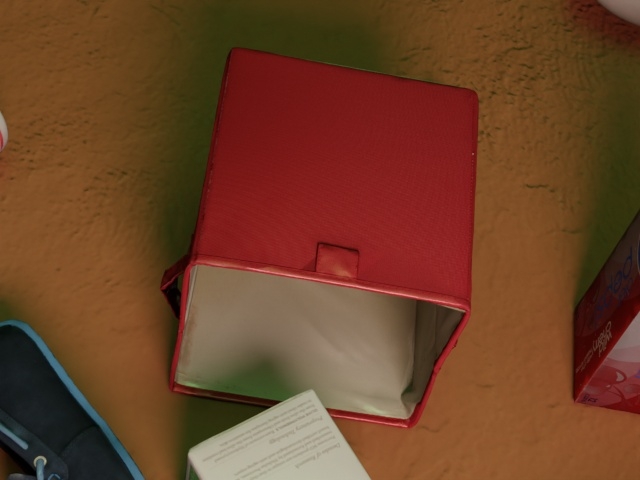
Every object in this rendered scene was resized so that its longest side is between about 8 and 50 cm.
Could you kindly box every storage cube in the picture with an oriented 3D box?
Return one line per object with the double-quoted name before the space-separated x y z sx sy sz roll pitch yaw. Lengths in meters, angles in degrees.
"storage cube" 0.000 0.000 0.989 0.215 0.183 0.193 10 55 -4

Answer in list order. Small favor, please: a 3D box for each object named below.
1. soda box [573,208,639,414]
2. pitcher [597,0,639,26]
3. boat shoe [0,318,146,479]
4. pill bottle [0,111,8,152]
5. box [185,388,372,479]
"soda box" 0.262 0.029 0.972 0.083 0.263 0.092 10 56 -4
"pitcher" 0.350 -0.264 1.285 0.207 0.125 0.178 17 34 -12
"boat shoe" -0.172 0.168 0.910 0.089 0.109 0.258 -32 51 -20
"pill bottle" -0.314 -0.049 1.020 0.087 0.087 0.160 27 55 8
"box" -0.031 0.175 0.917 0.102 0.101 0.087 -25 65 -23
